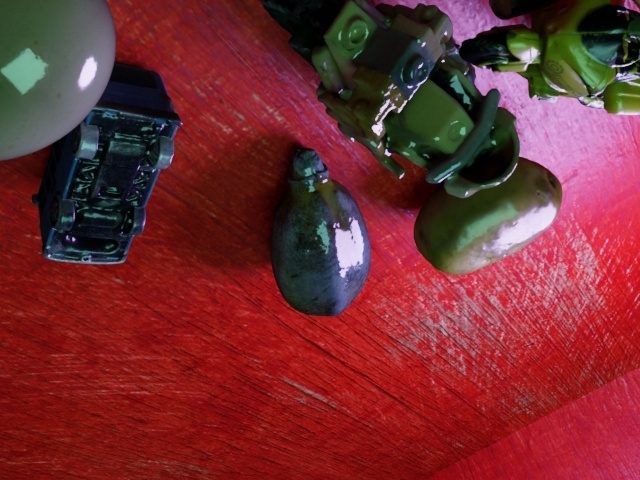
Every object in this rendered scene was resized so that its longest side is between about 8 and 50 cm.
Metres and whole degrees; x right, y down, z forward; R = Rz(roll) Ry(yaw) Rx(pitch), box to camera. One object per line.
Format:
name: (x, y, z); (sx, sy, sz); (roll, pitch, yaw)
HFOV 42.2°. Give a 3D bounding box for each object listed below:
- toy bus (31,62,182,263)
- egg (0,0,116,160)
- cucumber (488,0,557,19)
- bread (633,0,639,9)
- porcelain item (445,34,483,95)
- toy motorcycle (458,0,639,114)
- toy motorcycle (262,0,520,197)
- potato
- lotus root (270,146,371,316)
toy bus: (-0.265, -0.091, 1.007); (0.116, 0.133, 0.234); (5, 132, -33)
egg: (-0.313, -0.178, 0.819); (0.189, 0.188, 0.254); (16, 136, -42)
cucumber: (0.275, -0.321, 1.074); (0.105, 0.048, 0.048); (-19, 145, -10)
bread: (0.434, -0.380, 1.034); (0.136, 0.107, 0.241); (-36, 143, 14)
porcelain item: (0.204, -0.228, 1.145); (0.021, 0.075, 0.136); (-19, 108, 27)
toy motorcycle: (0.349, -0.246, 1.091); (0.342, 0.206, 0.142); (-2, 101, -46)
toy motorcycle: (0.103, -0.174, 1.020); (0.410, 0.237, 0.168); (31, 92, -48)
potato: (0.269, -0.045, 1.346); (0.197, 0.148, 0.228); (27, 122, -32)
lotus root: (0.000, 0.000, 1.268); (0.158, 0.140, 0.322); (-16, 142, -8)
